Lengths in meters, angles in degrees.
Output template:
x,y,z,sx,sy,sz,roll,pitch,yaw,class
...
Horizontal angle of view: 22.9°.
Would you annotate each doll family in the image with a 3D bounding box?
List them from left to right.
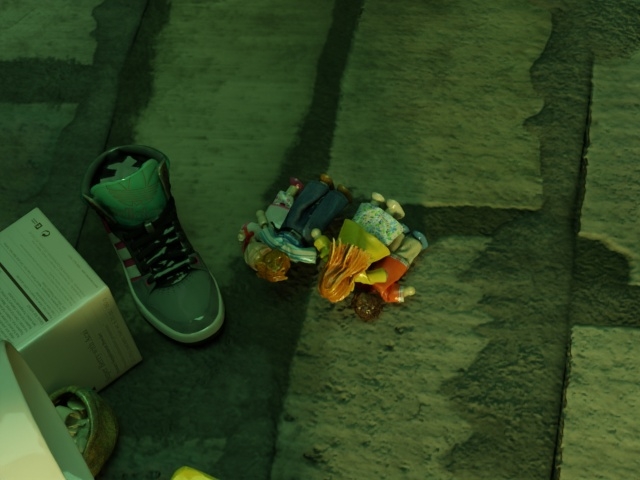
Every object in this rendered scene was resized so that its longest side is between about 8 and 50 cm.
x,y,z,sx,sy,sz,roll,pitch,yaw,class
0.000,0.000,2.013,0.263,0.118,0.163,23,63,24,doll family

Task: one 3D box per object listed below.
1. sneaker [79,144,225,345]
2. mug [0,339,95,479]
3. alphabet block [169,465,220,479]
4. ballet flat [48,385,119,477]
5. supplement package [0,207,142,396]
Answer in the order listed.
x,y,z,sx,sy,sz,roll,pitch,yaw,class
-0.218,-0.016,2.029,0.124,0.178,0.295,-29,55,-10,sneaker
-0.397,0.317,1.613,0.328,0.276,0.374,-29,25,-6,mug
-0.107,0.388,1.693,0.192,0.197,0.193,21,62,12,alphabet block
-0.357,0.317,1.860,0.123,0.123,0.348,19,61,22,ballet flat
-0.401,0.138,1.956,0.293,0.177,0.175,-36,57,-14,supplement package
